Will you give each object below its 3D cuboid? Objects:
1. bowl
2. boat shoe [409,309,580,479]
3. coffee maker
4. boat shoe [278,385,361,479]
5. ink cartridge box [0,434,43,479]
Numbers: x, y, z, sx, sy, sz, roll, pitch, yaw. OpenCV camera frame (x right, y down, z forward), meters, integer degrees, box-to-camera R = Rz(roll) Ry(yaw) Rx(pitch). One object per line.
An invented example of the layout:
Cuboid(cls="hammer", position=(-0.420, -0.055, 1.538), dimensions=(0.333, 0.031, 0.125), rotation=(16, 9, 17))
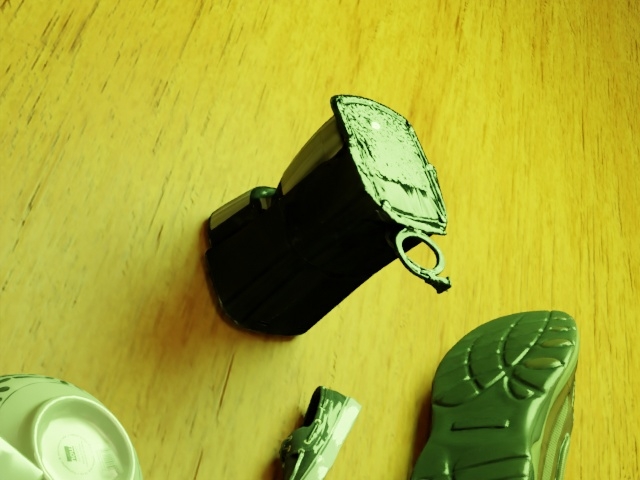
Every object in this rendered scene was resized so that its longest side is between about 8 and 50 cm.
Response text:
Cuboid(cls="bowl", position=(-0.164, 0.143, 0.791), dimensions=(0.170, 0.080, 0.170), rotation=(30, 41, -30))
Cuboid(cls="boat shoe", position=(0.155, 0.180, 1.125), dimensions=(0.324, 0.123, 0.120), rotation=(-54, 134, -53))
Cuboid(cls="coffee maker", position=(0.000, 0.000, 1.026), dimensions=(0.120, 0.178, 0.171), rotation=(31, 37, -26))
Cuboid(cls="boat shoe", position=(-0.010, 0.161, 0.995), dimensions=(0.040, 0.049, 0.142), rotation=(32, 33, 3))
Cuboid(cls="ink cartridge box", position=(-0.244, 0.143, 0.608), dimensions=(0.127, 0.176, 0.128), rotation=(45, 34, -13))
